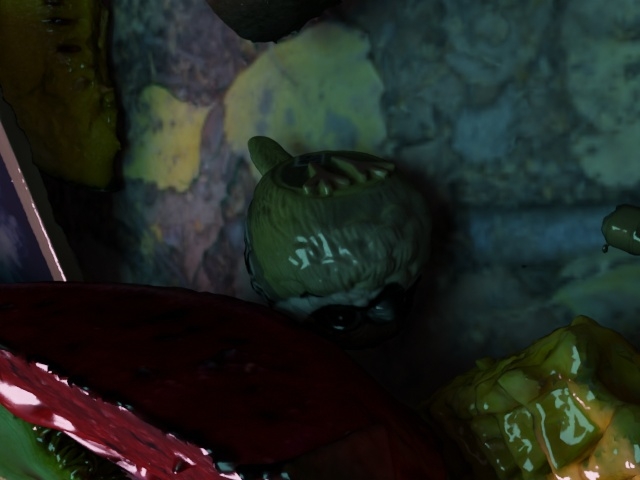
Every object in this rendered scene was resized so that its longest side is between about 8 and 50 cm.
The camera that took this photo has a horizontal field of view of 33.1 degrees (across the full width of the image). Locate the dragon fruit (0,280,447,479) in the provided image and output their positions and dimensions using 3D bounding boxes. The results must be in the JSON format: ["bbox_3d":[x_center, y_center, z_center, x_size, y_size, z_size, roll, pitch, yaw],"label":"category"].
[{"bbox_3d":[-0.030,0.104,0.536,0.344,0.100,0.282,12,148,45],"label":"dragon fruit"}]

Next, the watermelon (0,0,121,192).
[{"bbox_3d":[-0.189,-0.181,0.680,0.129,0.123,0.301,1,98,5],"label":"watermelon"}]

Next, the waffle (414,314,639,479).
[{"bbox_3d":[0.129,0.139,0.411,0.229,0.057,0.219,62,168,11],"label":"waffle"}]

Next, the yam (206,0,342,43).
[{"bbox_3d":[0.023,-0.195,0.466,0.254,0.154,0.154,-18,86,41],"label":"yam"}]

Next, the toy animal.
[{"bbox_3d":[0.000,0.000,0.552,0.137,0.098,0.098,34,118,52],"label":"toy animal"}]

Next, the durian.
[{"bbox_3d":[-0.190,0.134,0.716,0.221,0.095,0.137,29,150,28],"label":"durian"}]

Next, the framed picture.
[{"bbox_3d":[-0.241,-0.040,0.698,0.209,0.019,0.281,13,132,37],"label":"framed picture"}]

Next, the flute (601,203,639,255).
[{"bbox_3d":[0.220,0.024,0.421,0.233,0.027,0.027,20,109,35],"label":"flute"}]
